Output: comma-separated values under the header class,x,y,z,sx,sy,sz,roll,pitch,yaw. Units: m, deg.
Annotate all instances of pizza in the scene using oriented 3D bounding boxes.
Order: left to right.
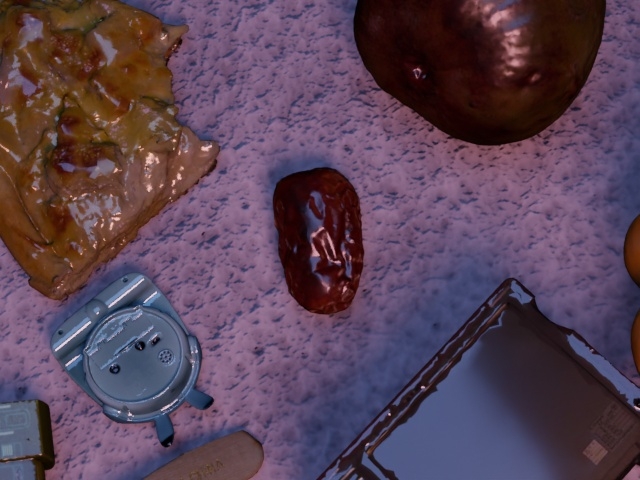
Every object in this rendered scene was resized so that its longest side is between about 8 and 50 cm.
class,x,y,z,sx,sy,sz,roll,pitch,yaw
pizza,-0.214,-0.115,1.586,0.223,0.089,0.323,-17,69,3

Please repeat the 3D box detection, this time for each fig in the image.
class,x,y,z,sx,sy,sz,roll,pitch,yaw
fig,0.190,-0.215,1.549,0.321,0.217,0.217,-30,67,-35

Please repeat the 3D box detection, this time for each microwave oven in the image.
class,x,y,z,sx,sy,sz,roll,pitch,yaw
microwave oven,0.126,0.185,1.385,0.178,0.188,0.247,42,75,13

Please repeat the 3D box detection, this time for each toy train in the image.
class,x,y,z,sx,sy,sz,roll,pitch,yaw
toy train,-0.283,0.242,1.461,0.137,0.090,0.225,-6,74,-8

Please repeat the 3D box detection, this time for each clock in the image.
class,x,y,z,sx,sy,sz,roll,pitch,yaw
clock,-0.152,0.108,1.516,0.108,0.045,0.147,-40,71,-7

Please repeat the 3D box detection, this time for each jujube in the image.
class,x,y,z,sx,sy,sz,roll,pitch,yaw
jujube,0.000,0.000,1.523,0.077,0.077,0.129,-8,75,3

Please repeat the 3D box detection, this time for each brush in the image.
class,x,y,z,sx,sy,sz,roll,pitch,yaw
brush,-0.190,0.238,1.431,0.337,0.020,0.085,-27,82,-23

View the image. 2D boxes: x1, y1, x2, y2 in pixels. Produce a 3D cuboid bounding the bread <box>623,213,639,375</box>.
class,x,y,z,sx,sy,sz,roll,pitch,yaw
bread,0.361,0.037,1.372,0.211,0.316,0.270,-37,45,35
